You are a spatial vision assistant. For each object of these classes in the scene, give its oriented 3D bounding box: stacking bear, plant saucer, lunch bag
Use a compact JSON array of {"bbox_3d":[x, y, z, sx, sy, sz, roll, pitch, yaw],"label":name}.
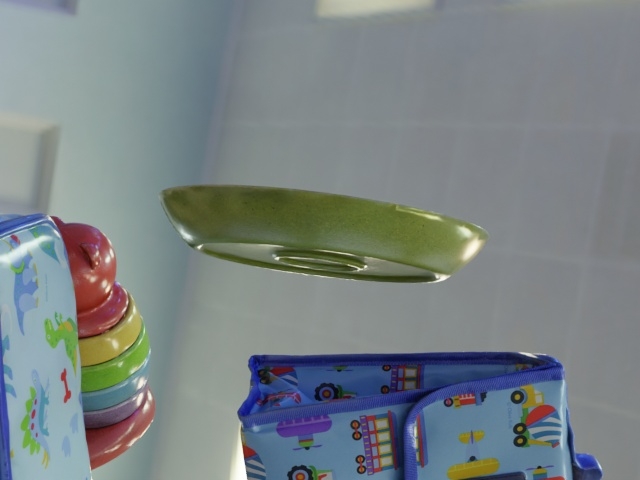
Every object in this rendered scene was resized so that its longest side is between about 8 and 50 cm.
[{"bbox_3d":[-0.293,0.108,1.963,0.175,0.164,0.289,42,-35,43],"label":"stacking bear"},{"bbox_3d":[0.000,0.000,1.167,0.241,0.241,0.037,-5,-104,62],"label":"plant saucer"},{"bbox_3d":[0.091,0.209,1.376,0.138,0.293,0.221,-84,168,-72],"label":"lunch bag"},{"bbox_3d":[-0.197,0.097,0.899,0.176,0.090,0.219,-18,105,-75],"label":"lunch bag"}]
